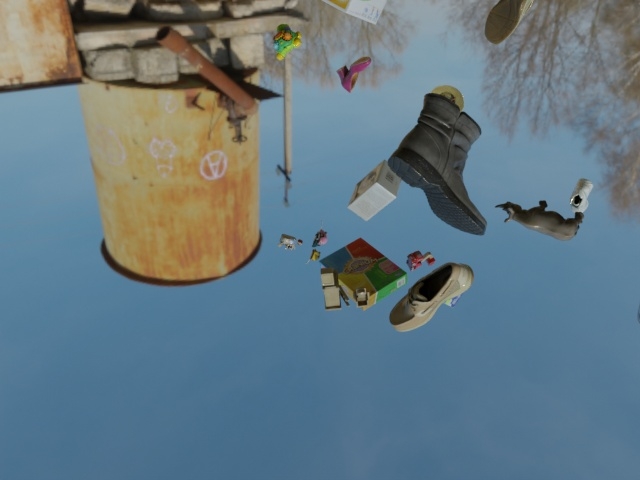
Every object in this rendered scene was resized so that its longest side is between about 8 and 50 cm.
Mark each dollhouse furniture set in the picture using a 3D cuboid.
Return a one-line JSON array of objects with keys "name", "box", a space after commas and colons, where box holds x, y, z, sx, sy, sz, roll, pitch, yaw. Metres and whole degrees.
[{"name": "dollhouse furniture set", "box": [0.086, 0.139, 1.913, 0.161, 0.181, 0.101, -5, -139, 1]}]

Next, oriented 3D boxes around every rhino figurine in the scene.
[{"name": "rhino figurine", "box": [0.627, -0.066, 1.598, 0.243, 0.073, 0.106, 19, -137, 18]}]

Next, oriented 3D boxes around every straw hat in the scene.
[{"name": "straw hat", "box": [0.481, -0.539, 2.085, 0.145, 0.144, 0.061, 11, -130, 19]}]

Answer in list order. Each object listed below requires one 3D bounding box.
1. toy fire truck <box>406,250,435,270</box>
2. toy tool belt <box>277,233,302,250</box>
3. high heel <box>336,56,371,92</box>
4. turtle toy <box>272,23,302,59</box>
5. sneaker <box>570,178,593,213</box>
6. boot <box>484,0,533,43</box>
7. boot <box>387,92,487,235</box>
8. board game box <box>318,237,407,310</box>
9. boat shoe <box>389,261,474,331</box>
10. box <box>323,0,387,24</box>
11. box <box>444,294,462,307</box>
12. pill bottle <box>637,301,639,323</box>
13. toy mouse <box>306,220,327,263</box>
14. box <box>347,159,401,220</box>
[{"name": "toy fire truck", "box": [0.462, 0.085, 2.523, 0.135, 0.192, 0.047, -26, -111, -4]}, {"name": "toy tool belt", "box": [-0.112, 0.011, 2.023, 0.083, 0.051, 0.052, 17, -156, -20]}, {"name": "high heel", "box": [0.161, -0.709, 2.374, 0.082, 0.117, 0.244, -43, -159, -27]}, {"name": "turtle toy", "box": [-0.112, -0.636, 1.740, 0.095, 0.066, 0.130, -30, -142, 26]}, {"name": "sneaker", "box": [0.750, -0.117, 1.612, 0.054, 0.152, 0.061, 27, -109, 29]}, {"name": "boot", "box": [0.611, -0.731, 1.657, 0.095, 0.262, 0.203, 40, -126, 17]}, {"name": "boot", "box": [0.335, -0.181, 1.338, 0.222, 0.338, 0.118, -56, -151, -14]}, {"name": "board game box", "box": [0.180, 0.136, 2.381, 0.242, 0.064, 0.316, -29, -135, -23]}, {"name": "boat shoe", "box": [0.330, 0.175, 1.779, 0.110, 0.341, 0.121, 18, -141, -38]}, {"name": "box", "box": [0.079, -0.608, 1.338, 0.114, 0.103, 0.203, 34, -156, 16]}, {"name": "box", "box": [0.517, 0.202, 2.248, 0.178, 0.109, 0.042, 27, -170, -33]}, {"name": "pill bottle", "box": [1.080, 0.217, 1.766, 0.108, 0.180, 0.108, -11, -121, 19]}, {"name": "toy mouse", "box": [0.000, 0.000, 1.897, 0.031, 0.161, 0.143, 18, -111, -10]}, {"name": "box", "box": [0.190, -0.171, 1.909, 0.091, 0.170, 0.130, 35, -132, -14]}]
